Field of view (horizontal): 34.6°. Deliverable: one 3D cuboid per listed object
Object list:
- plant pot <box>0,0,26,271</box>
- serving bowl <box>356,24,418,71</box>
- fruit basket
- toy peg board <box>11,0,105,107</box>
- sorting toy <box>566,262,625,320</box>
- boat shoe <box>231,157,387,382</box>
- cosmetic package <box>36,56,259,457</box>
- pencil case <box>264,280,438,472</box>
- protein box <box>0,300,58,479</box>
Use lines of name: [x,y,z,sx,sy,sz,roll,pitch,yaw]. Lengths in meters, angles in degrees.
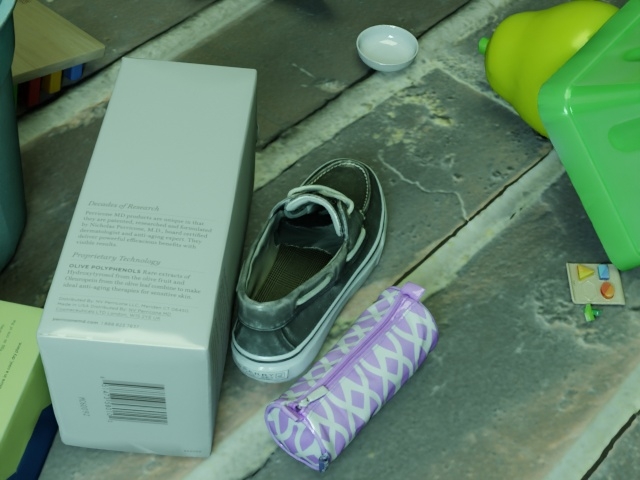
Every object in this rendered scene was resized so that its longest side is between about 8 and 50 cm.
plant pot: [-0.447,-0.117,1.025,0.341,0.334,0.341,2,49,-2]
serving bowl: [0.089,-0.253,1.380,0.083,0.027,0.083,2,49,-3]
fruit basket: [0.372,-0.170,1.232,0.392,0.283,0.392,-28,18,10]
toy peg board: [-0.391,-0.231,1.307,0.161,0.079,0.160,35,40,22]
sorting toy: [0.309,0.057,1.144,0.062,0.012,0.083,3,49,-2]
boat shoe: [0.000,0.000,1.089,0.121,0.119,0.335,13,42,9]
cosmetic package: [-0.155,0.008,1.033,0.155,0.197,0.366,5,48,-1]
pencil case: [0.032,0.132,1.012,0.086,0.088,0.206,22,49,32]
protein box: [-0.358,0.161,0.926,0.201,0.136,0.200,10,51,4]
